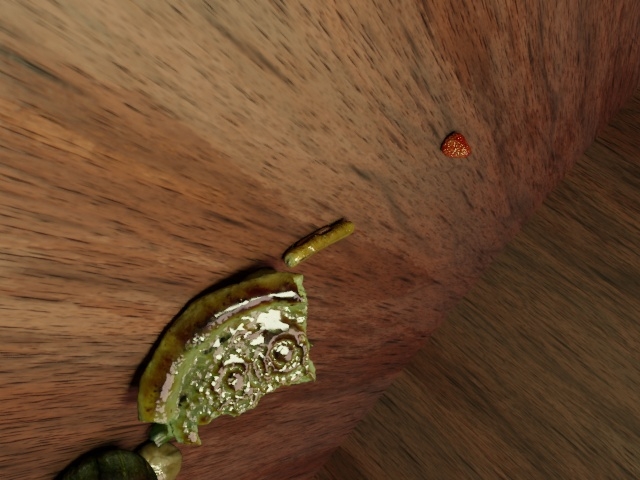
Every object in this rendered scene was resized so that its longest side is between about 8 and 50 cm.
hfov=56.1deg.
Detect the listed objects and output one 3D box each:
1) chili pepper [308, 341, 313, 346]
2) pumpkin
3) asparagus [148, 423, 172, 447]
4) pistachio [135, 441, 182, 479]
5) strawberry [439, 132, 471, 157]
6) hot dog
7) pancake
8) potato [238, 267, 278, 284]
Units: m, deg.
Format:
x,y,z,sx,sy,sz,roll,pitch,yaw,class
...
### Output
x,y,z,sx,sy,sz,roll,pitch,yaw,class
-0.095,0.316,1.689,0.204,0.073,0.072,-48,176,27,chili pepper
-0.460,0.564,1.291,0.238,0.159,0.238,-20,131,-25,pumpkin
-0.289,0.403,1.481,0.287,0.080,0.080,-30,151,-17,asparagus
-0.401,0.551,1.482,0.126,0.108,0.185,-22,164,7,pistachio
0.369,-0.249,1.624,0.073,0.083,0.073,-29,149,-19,strawberry
0.000,0.000,1.408,0.216,0.047,0.066,-30,-174,-35,hot dog
-0.188,0.249,1.240,0.427,0.067,0.304,-26,111,-13,pancake
-0.167,0.189,1.334,0.272,0.111,0.160,-43,153,-14,potato
